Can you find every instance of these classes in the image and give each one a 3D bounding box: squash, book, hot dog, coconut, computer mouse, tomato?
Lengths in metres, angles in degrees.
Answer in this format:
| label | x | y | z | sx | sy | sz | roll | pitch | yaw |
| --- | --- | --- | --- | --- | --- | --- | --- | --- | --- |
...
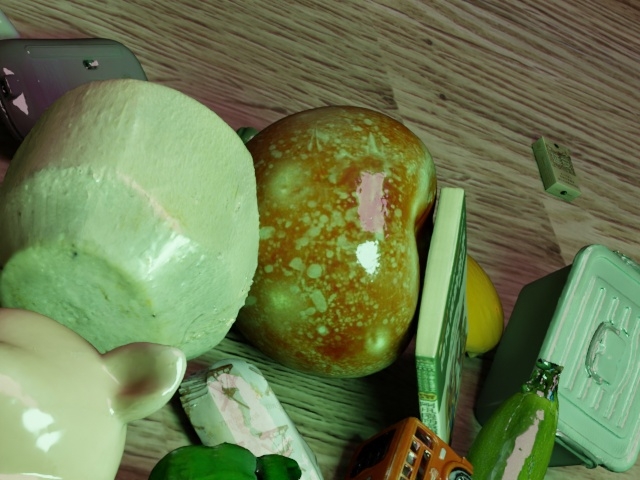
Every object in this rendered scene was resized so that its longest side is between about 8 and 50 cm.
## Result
| label | x | y | z | sx | sy | sz | roll | pitch | yaw |
| --- | --- | --- | --- | --- | --- | --- | --- | --- | --- |
| squash | 0.180 | 0.256 | 1.783 | 0.087 | 0.087 | 0.331 | 36 | 61 | -22 |
| book | 0.125 | 0.102 | 1.800 | 0.027 | 0.264 | 0.202 | 6 | 55 | 10 |
| hot dog | -0.059 | 0.200 | 1.654 | 0.108 | 0.059 | 0.191 | -17 | 75 | -40 |
| coconut | -0.169 | -0.015 | 1.573 | 0.245 | 0.245 | 0.247 | 40 | 43 | -16 |
| computer mouse | -0.250 | -0.146 | 1.754 | 0.232 | 0.057 | 0.120 | -13 | 79 | -58 |
| tomato | 0.000 | 0.000 | 1.752 | 0.222 | 0.270 | 0.270 | 8 | 37 | 9 |

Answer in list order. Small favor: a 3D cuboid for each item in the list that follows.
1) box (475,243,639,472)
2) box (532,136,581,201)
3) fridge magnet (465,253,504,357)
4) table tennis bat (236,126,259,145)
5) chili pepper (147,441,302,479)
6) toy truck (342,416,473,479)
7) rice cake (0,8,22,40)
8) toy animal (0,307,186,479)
| label | x | y | z | sx | sy | sz | roll | pitch | yaw |
| --- | --- | --- | --- | --- | --- | --- | --- | --- | --- |
| box | 0.285 | 0.140 | 1.986 | 0.163 | 0.135 | 0.243 | 35 | 62 | -21 |
| box | 0.323 | -0.098 | 2.415 | 0.053 | 0.024 | 0.083 | 20 | 46 | -38 |
| fridge magnet | 0.154 | 0.068 | 2.025 | 0.143 | 0.063 | 0.143 | 29 | 41 | -29 |
| table tennis bat | -0.006 | -0.028 | 1.957 | 0.257 | 0.039 | 0.160 | 45 | 34 | -17 |
| chili pepper | -0.067 | 0.340 | 1.413 | 0.167 | 0.213 | 0.385 | -9 | 52 | -5 |
| toy truck | 0.063 | 0.287 | 1.665 | 0.114 | 0.107 | 0.253 | 47 | 33 | -15 |
| rice cake | -0.380 | -0.265 | 1.736 | 0.222 | 0.042 | 0.080 | 52 | 39 | 2 |
| toy animal | -0.226 | 0.206 | 1.328 | 0.326 | 0.237 | 0.269 | 52 | 51 | -2 |
